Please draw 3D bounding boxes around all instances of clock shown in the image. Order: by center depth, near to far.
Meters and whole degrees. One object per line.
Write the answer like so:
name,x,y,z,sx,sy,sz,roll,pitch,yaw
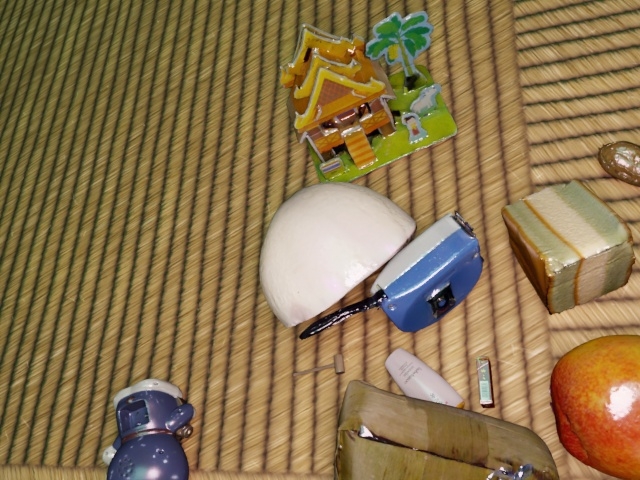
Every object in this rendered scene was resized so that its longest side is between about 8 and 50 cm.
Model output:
clock,-0.345,0.413,1.166,0.199,0.147,0.244,-21,53,6

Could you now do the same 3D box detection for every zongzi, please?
zongzi,0.177,0.449,0.957,0.355,0.174,0.394,12,105,4

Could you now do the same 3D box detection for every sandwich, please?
sandwich,0.414,-0.012,1.013,0.155,0.227,0.199,-24,60,9

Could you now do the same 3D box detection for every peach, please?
peach,0.460,0.246,0.878,0.230,0.231,0.231,-9,63,18

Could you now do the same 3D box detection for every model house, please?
model house,0.093,-0.321,1.244,0.357,0.313,0.243,-21,62,10

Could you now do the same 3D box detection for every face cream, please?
face cream,0.194,0.273,1.068,0.072,0.051,0.182,-45,59,-3

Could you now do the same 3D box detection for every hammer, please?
hammer,-0.005,0.257,1.175,0.110,0.019,0.036,-17,61,16

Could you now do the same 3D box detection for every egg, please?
egg,0.000,0.000,1.101,0.337,0.337,0.201,-41,92,-1

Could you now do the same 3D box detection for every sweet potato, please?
sweet potato,0.614,-0.107,1.081,0.081,0.062,0.233,-46,61,14

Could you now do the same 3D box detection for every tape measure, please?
tape measure,0.143,0.112,1.068,0.351,0.215,0.098,-37,58,1

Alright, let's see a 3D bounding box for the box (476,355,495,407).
box,0.292,0.251,1.040,0.023,0.051,0.082,-7,64,17
